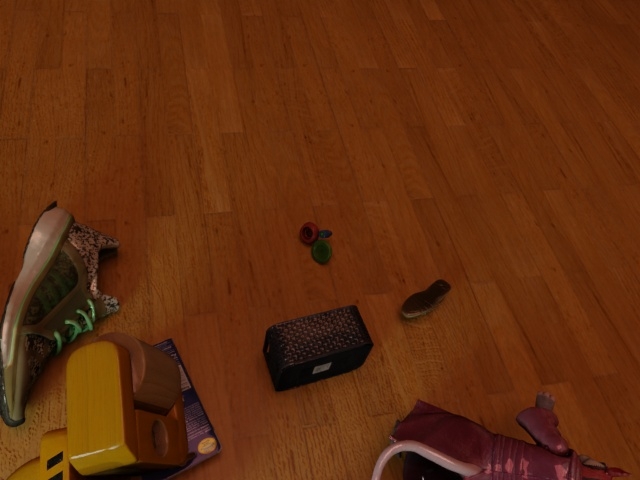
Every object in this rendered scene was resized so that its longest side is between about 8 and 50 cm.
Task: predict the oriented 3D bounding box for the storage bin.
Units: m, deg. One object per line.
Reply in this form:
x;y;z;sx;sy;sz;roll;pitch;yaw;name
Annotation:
-0.007;0.199;1.030;0.180;0.122;0.084;-12;58;-20;storage bin

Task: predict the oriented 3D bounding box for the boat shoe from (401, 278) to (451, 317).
0.221;0.132;1.175;0.135;0.045;0.050;-25;53;-29;boat shoe

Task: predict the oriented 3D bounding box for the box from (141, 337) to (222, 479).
-0.275;0.293;0.959;0.136;0.037;0.225;-21;62;-24;box

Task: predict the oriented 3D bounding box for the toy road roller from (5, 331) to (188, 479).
-0.331;0.319;0.804;0.240;0.202;0.330;-13;65;5;toy road roller

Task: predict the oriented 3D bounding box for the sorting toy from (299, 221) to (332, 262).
0.000;0.000;1.228;0.102;0.061;0.042;54;27;17;sorting toy

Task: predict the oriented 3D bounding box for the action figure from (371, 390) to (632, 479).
0.287;0.348;0.883;0.370;0.276;0.248;-2;69;20;action figure

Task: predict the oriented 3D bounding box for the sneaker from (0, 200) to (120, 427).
-0.454;0.122;0.995;0.182;0.158;0.411;16;56;-22;sneaker
